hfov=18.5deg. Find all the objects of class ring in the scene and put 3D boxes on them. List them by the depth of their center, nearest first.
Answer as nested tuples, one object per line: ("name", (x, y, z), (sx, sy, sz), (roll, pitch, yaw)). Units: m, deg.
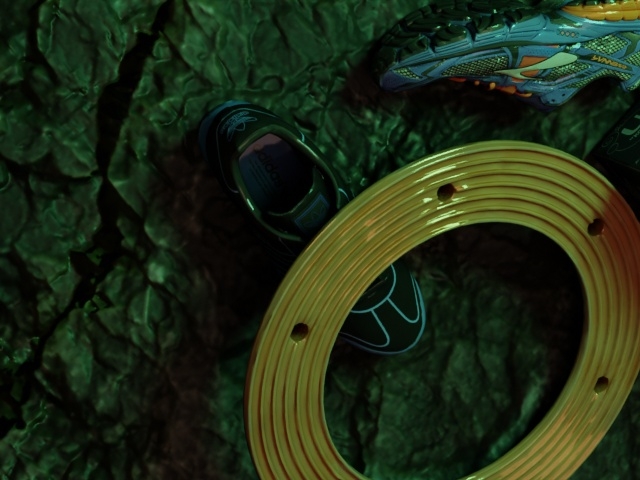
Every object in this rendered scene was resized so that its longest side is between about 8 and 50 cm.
("ring", (0.094, 0.081, 1.419), (0.336, 0.032, 0.336), (-13, 121, -23))

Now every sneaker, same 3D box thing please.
("sneaker", (0.000, 0.000, 1.386), (0.081, 0.090, 0.232), (-43, 108, -3))
("sneaker", (0.145, -0.129, 1.405), (0.221, 0.083, 0.087), (-9, 112, -9))

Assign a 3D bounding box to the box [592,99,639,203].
("box", (0.354, -0.033, 1.446), (0.247, 0.142, 0.163), (42, 88, -20))
